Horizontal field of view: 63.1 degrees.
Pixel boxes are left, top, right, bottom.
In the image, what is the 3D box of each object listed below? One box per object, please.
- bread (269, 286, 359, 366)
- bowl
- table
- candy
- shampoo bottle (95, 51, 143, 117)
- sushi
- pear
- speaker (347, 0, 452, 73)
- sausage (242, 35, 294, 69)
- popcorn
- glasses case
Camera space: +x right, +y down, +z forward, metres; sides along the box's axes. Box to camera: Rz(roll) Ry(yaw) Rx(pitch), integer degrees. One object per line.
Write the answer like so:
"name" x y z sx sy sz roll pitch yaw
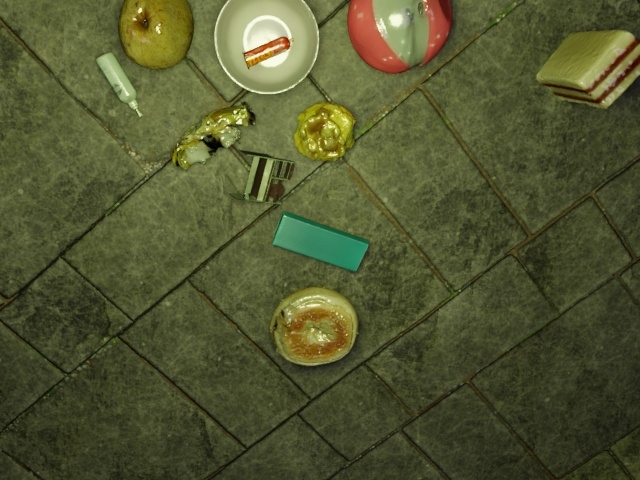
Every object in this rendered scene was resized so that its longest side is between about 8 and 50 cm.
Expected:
"bread" -0.022 0.285 1.783 0.306 0.158 0.305 -2 112 -5
"bowl" -0.150 -0.568 1.486 0.287 0.143 0.286 -1 109 -3
"table" -0.185 -0.198 1.649 0.175 0.062 0.146 3 112 -39
"candy" 0.768 -0.495 1.492 0.135 0.320 0.179 36 107 -11
"shampoo bottle" -0.584 -0.454 1.540 0.056 0.056 0.195 -28 108 5
"sushi" -0.326 -0.310 1.569 0.291 0.139 0.131 -27 116 3
"pear" -0.446 -0.584 1.422 0.189 0.211 0.228 15 106 -7
"speaker" 0.216 -0.625 1.479 0.295 0.294 0.294 -1 109 -4
"sausage" -0.138 -0.513 1.409 0.146 0.048 0.050 -23 114 1
"popcorn" 0.018 -0.327 1.580 0.198 0.155 0.197 -6 113 -15
"glasses case" -0.001 0.001 1.738 0.301 0.070 0.117 19 113 -12
